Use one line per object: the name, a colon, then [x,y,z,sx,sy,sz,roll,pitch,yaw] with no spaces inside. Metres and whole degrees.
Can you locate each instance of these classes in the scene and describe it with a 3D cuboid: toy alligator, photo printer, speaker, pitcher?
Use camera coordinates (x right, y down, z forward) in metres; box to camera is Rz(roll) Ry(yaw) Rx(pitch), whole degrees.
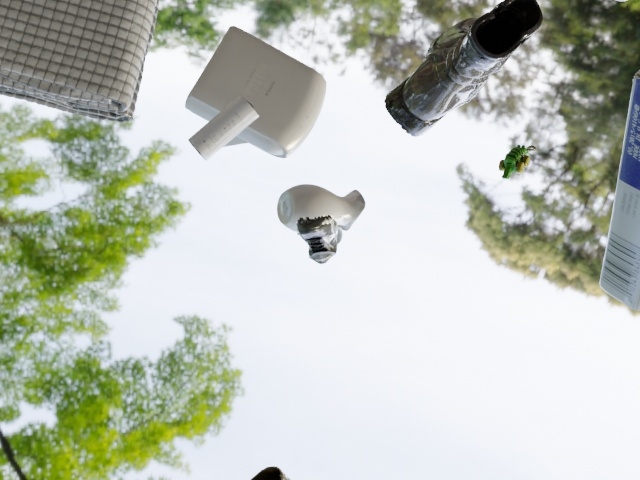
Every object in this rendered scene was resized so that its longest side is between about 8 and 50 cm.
toy alligator: [0.487,-0.211,1.933,0.056,0.051,0.190,13,-143,32]
photo printer: [-0.149,-0.367,1.985,0.308,0.107,0.256,29,-110,-5]
speaker: [-0.184,-0.216,1.499,0.136,0.055,0.055,-41,-134,1]
pitcher: [-0.010,-0.056,2.000,0.207,0.177,0.125,2,-149,-34]

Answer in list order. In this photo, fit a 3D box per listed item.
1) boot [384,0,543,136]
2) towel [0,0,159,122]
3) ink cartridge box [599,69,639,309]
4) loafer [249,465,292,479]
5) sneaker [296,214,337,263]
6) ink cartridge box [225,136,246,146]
boot: [0.253,-0.296,1.198,0.118,0.223,0.338,44,-134,-8]
towel: [-0.423,-0.333,1.279,0.284,0.234,0.121,12,168,-7]
ink cartridge box: [0.446,-0.127,0.868,0.330,0.324,0.071,-38,-128,-22]
loafer: [-0.132,0.411,1.101,0.102,0.092,0.269,5,-152,39]
sneaker: [0.000,0.000,1.778,0.078,0.106,0.234,-6,177,10]
ink cartridge box: [-0.153,-0.376,2.223,0.207,0.117,0.283,-6,-156,30]
